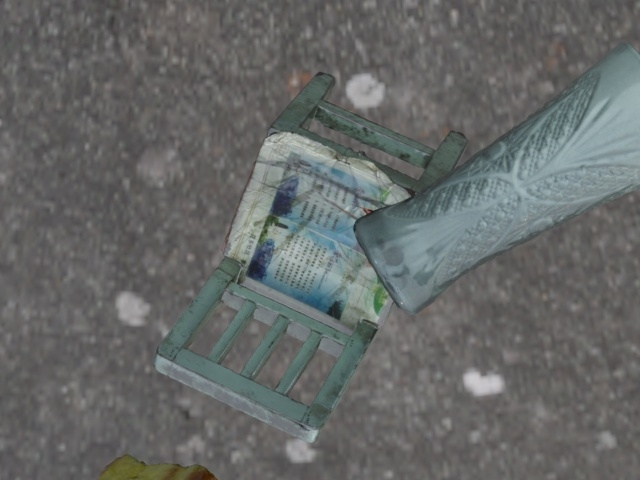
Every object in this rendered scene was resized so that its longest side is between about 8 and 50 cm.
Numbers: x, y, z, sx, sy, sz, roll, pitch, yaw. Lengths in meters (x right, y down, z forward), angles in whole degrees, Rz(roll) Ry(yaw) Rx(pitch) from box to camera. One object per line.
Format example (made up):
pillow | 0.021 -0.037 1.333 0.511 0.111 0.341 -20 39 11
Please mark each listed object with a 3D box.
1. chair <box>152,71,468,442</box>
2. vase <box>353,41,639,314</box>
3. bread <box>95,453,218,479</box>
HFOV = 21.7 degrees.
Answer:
chair | 0.000 0.000 1.227 0.136 0.270 0.147 25 120 7
vase | 0.131 -0.035 1.105 0.219 0.096 0.096 -31 128 5
bread | -0.121 0.259 0.958 0.110 0.234 0.184 1 118 35
